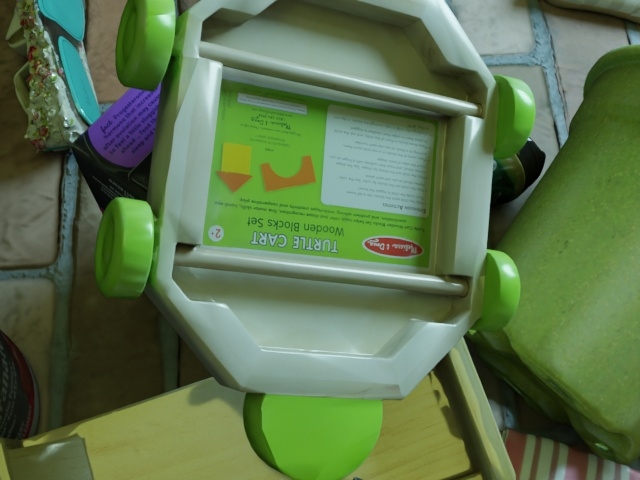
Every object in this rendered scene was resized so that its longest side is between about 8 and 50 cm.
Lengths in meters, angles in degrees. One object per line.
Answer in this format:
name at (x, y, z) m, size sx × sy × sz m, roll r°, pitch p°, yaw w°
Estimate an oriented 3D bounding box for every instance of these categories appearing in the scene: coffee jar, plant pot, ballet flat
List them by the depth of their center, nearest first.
plant pot at (0.254, 0.029, 0.712) m, size 0.276 × 0.276 × 0.254 m, roll 40°, pitch 83°, yaw 16°
coffee jar at (0.118, -0.053, 0.829) m, size 0.184 × 0.079 × 0.096 m, roll -32°, pitch 67°, yaw -13°
ballet flat at (-0.282, -0.192, 0.895) m, size 0.077 × 0.091 × 0.240 m, roll -23°, pitch 62°, yaw 14°

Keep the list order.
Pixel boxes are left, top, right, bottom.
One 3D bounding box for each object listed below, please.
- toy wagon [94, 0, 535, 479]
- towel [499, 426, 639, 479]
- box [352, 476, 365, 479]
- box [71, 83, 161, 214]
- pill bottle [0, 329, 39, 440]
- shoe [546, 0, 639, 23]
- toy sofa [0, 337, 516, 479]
toy wagon at (0.000, 0.000, 0.538) m, size 0.267 × 0.068 × 0.344 m, roll 8°, pitch 85°, yaw -26°
towel at (0.219, 0.246, 0.703) m, size 0.197 × 0.029 × 0.144 m, roll 18°, pitch 62°, yaw 6°
box at (0.008, 0.256, 0.595) m, size 0.207 × 0.114 × 0.036 m, roll -52°, pitch 32°, yaw 16°
box at (-0.066, -0.025, 0.709) m, size 0.143 × 0.270 × 0.165 m, roll 37°, pitch 71°, yaw 14°
pill bottle at (-0.330, 0.094, 0.628) m, size 0.177 × 0.318 × 0.176 m, roll 0°, pitch 66°, yaw 0°
shoe at (0.348, -0.277, 0.944) m, size 0.219 × 0.058 × 0.076 m, roll 6°, pitch 65°, yaw 3°
toy sofa at (-0.051, 0.174, 0.681) m, size 0.363 × 0.177 × 0.150 m, roll -18°, pitch 76°, yaw -8°
